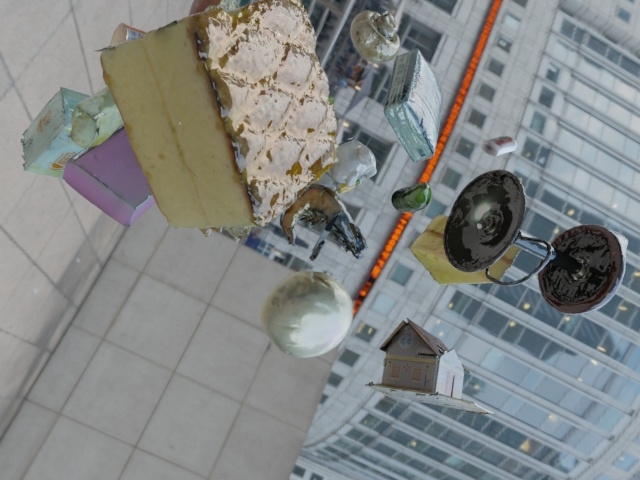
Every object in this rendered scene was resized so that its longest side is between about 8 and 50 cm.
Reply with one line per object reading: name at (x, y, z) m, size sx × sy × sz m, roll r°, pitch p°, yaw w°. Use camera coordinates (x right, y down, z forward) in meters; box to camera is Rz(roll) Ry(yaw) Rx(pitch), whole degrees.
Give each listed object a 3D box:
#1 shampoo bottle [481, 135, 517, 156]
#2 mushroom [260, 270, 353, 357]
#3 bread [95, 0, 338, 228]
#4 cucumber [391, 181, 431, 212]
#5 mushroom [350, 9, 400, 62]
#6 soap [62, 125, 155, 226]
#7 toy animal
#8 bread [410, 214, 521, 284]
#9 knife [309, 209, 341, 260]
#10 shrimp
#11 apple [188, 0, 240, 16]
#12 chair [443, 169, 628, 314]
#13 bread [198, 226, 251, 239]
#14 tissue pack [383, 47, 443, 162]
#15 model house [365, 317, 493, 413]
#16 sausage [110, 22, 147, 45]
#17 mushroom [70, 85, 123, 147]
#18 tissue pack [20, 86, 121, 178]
shampoo bottle at (0.562, -0.297, 1.642) m, size 0.072 × 0.099 × 0.043 m, roll 45°, pitch -35°, yaw 46°
mushroom at (-0.056, 0.266, 1.801) m, size 0.356 × 0.315 × 0.315 m, roll -52°, pitch -167°, yaw 55°
bread at (-0.129, -0.192, 0.786) m, size 0.207 × 0.279 × 0.279 m, roll -2°, pitch -151°, yaw 32°
cucumber at (0.184, -0.086, 1.086) m, size 0.056 × 0.056 × 0.250 m, roll -63°, pitch -176°, yaw -1°
mushroom at (0.166, -0.610, 1.568) m, size 0.127 × 0.166 × 0.166 m, roll -38°, pitch -156°, yaw 47°
soap at (-0.437, -0.171, 1.233) m, size 0.081 × 0.181 × 0.259 m, roll -47°, pitch -171°, yaw 40°
toy animal at (0.047, -0.221, 1.620) m, size 0.208 × 0.154 × 0.325 m, roll -21°, pitch -170°, yaw -9°
bread at (0.415, 0.016, 1.514) m, size 0.168 × 0.163 × 0.264 m, roll -48°, pitch -165°, yaw -22°
knife at (0.000, 0.000, 1.546) m, size 0.072 × 0.019 × 0.245 m, roll -42°, pitch 168°, yaw -37°
shrimp at (0.003, -0.027, 1.581) m, size 0.222 × 0.290 × 0.054 m, roll -35°, pitch -162°, yaw 22°
apple at (-0.299, -0.625, 1.494) m, size 0.147 × 0.156 × 0.158 m, roll 18°, pitch -74°, yaw 43°
chair at (0.491, 0.022, 1.151) m, size 0.226 × 0.400 × 0.227 m, roll -45°, pitch -146°, yaw 42°
bread at (-0.234, -0.131, 1.531) m, size 0.109 × 0.185 × 0.380 m, roll -8°, pitch -146°, yaw 28°
tissue pack at (0.308, -0.438, 1.697) m, size 0.103 × 0.228 × 0.316 m, roll -13°, pitch -137°, yaw 32°
model house at (0.217, 0.236, 0.991) m, size 0.207 × 0.219 × 0.136 m, roll -4°, pitch -114°, yaw 37°
sausage at (-0.332, -0.414, 1.248) m, size 0.093 × 0.312 × 0.093 m, roll -5°, pitch -97°, yaw 44°
mushroom at (-0.455, -0.287, 1.151) m, size 0.312 × 0.081 × 0.100 m, roll -92°, pitch -164°, yaw -62°
tissue pack at (-0.665, -0.294, 1.631) m, size 0.287 × 0.388 × 0.162 m, roll -28°, pitch -112°, yaw 34°
